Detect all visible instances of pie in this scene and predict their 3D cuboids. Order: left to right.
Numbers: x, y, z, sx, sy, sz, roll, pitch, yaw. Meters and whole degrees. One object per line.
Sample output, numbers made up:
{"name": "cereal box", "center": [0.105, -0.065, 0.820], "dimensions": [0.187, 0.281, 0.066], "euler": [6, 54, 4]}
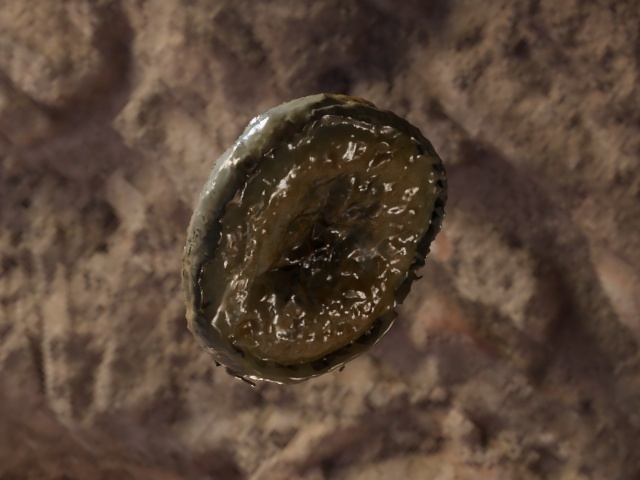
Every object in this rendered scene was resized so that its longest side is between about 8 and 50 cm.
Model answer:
{"name": "pie", "center": [0.000, 0.000, 1.229], "dimensions": [0.055, 0.274, 0.274], "euler": [33, -18, 43]}

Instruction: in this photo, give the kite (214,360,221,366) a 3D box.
{"name": "kite", "center": [-0.074, 0.082, 1.359], "dimensions": [0.122, 0.090, 0.004], "euler": [12, 27, -29]}
